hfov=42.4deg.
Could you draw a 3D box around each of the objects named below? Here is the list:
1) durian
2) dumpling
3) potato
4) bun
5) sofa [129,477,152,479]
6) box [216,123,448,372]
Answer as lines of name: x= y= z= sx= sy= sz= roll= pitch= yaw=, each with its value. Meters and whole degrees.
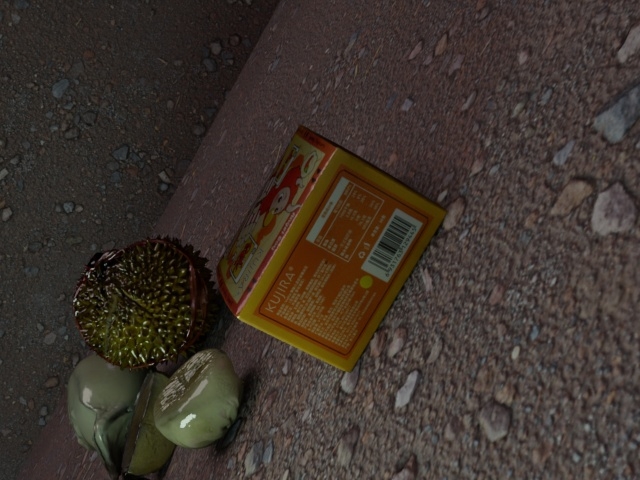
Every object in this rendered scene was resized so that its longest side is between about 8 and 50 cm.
durian: x=-0.407 y=0.144 z=1.928 sx=0.347 sy=0.348 sz=0.384 roll=-55 pitch=14 yaw=18
dumpling: x=-0.497 y=0.430 z=2.016 sx=0.395 sy=0.233 sz=0.315 roll=-123 pitch=26 yaw=-65
potato: x=-0.371 y=0.414 z=1.825 sx=0.138 sy=0.098 sz=0.243 roll=-38 pitch=35 yaw=57
bun: x=-0.211 y=0.296 z=1.536 sx=0.193 sy=0.128 sz=0.178 roll=-46 pitch=21 yaw=9
sofa: x=-0.389 y=0.544 z=1.772 sx=0.118 sy=0.039 sz=0.060 roll=-32 pitch=35 yaw=55
box: x=0.000 y=0.000 z=1.269 sx=0.283 sy=0.214 sz=0.259 roll=-59 pitch=20 yaw=6
